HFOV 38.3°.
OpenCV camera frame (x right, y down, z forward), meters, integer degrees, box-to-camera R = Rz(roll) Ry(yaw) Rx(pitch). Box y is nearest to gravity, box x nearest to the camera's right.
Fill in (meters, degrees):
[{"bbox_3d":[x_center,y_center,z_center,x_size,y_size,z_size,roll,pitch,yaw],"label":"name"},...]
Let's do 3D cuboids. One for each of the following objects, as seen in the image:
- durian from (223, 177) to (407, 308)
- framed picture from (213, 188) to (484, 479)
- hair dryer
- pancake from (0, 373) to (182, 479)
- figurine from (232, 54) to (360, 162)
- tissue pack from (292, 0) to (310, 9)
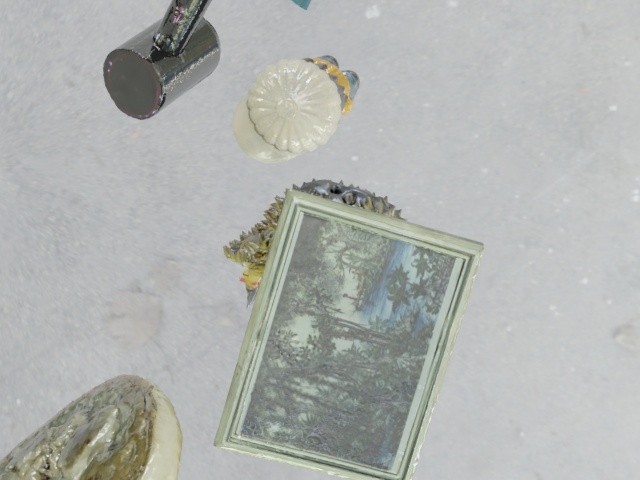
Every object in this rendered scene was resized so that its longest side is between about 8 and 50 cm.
[{"bbox_3d":[0.000,0.000,1.012,0.237,0.193,0.137,-7,117,-59],"label":"durian"},{"bbox_3d":[0.020,0.071,0.620,0.142,0.011,0.183,16,95,-9],"label":"framed picture"},{"bbox_3d":[-0.108,-0.220,0.814,0.070,0.248,0.114,39,43,1],"label":"hair dryer"},{"bbox_3d":[-0.113,0.114,0.361,0.158,0.158,0.028,-44,113,-13],"label":"pancake"},{"bbox_3d":[-0.021,-0.285,1.771,0.185,0.204,0.332,35,45,4],"label":"figurine"},{"bbox_3d":[-0.055,-0.342,1.077,0.138,0.085,0.028,38,35,13],"label":"tissue pack"}]
